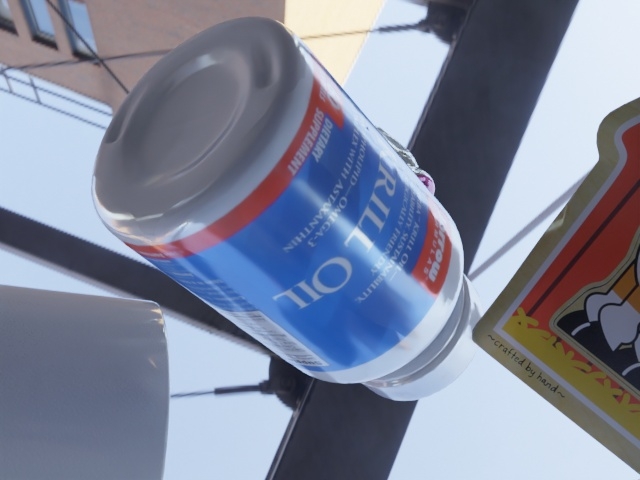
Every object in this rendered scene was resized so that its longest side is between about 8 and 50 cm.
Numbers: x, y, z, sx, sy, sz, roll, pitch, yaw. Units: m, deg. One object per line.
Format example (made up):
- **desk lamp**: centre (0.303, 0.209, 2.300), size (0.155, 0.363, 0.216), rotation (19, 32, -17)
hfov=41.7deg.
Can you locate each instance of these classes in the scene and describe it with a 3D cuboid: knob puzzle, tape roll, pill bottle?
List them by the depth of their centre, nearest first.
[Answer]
- **knob puzzle**: centre (0.173, 0.015, 0.279), size (0.213, 0.030, 0.213), rotation (2, -84, 21)
- **pill bottle**: centre (0.000, 0.000, 0.444), size (0.124, 0.221, 0.124), rotation (-22, -132, 27)
- **tape roll**: centre (-0.224, 0.157, 0.641), size (0.169, 0.246, 0.246), rotation (9, -119, -21)

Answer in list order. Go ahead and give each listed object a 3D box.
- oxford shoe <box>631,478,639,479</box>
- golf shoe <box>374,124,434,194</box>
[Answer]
- **oxford shoe**: centre (0.282, 0.260, 0.752), size (0.227, 0.083, 0.096), rotation (-15, -77, -30)
- **golf shoe**: centre (-0.029, -0.051, 0.974), size (0.306, 0.115, 0.140), rotation (-12, -127, -14)
